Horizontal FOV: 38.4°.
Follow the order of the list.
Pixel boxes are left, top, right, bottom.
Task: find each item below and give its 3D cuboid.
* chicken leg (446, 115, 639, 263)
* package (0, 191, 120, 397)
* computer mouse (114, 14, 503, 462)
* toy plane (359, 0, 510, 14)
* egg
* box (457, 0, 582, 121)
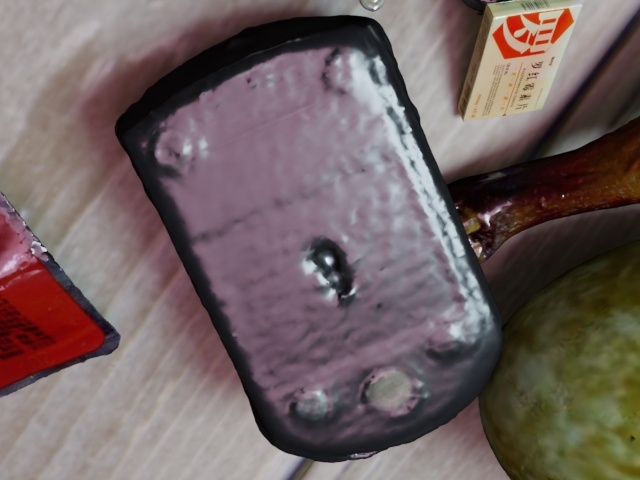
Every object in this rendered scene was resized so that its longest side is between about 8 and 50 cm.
[{"bbox_3d":[0.258,-0.092,0.568,0.407,0.158,0.095,-31,122,4],"label":"chicken leg"},{"bbox_3d":[-0.259,0.011,0.524,0.194,0.071,0.269,-18,120,9],"label":"package"},{"bbox_3d":[0.000,0.000,0.566,0.170,0.100,0.269,-24,109,-3],"label":"computer mouse"},{"bbox_3d":[0.136,-0.199,0.535,0.287,0.092,0.108,-9,89,-9],"label":"toy plane"},{"bbox_3d":[0.246,0.110,0.598,0.290,0.238,0.238,-2,112,-11],"label":"egg"},{"bbox_3d":[0.122,-0.112,0.572,0.058,0.015,0.093,-12,149,-11],"label":"box"}]
